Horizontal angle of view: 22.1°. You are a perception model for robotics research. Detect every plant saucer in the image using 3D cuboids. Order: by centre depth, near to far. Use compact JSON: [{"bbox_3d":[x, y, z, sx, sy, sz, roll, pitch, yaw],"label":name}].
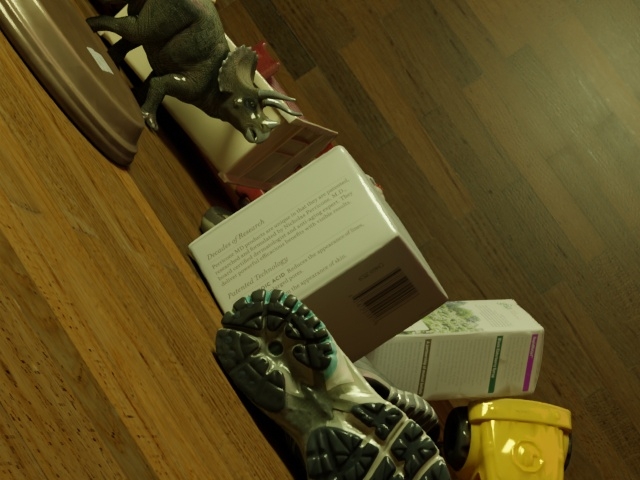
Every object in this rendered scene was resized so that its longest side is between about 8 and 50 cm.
[{"bbox_3d":[-0.246,-0.192,1.523,0.278,0.041,0.278,55,3,-4],"label":"plant saucer"}]

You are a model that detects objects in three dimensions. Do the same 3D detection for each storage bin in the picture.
[{"bbox_3d":[-0.125,-0.201,2.103,0.262,0.123,0.260,49,9,10],"label":"storage bin"}]

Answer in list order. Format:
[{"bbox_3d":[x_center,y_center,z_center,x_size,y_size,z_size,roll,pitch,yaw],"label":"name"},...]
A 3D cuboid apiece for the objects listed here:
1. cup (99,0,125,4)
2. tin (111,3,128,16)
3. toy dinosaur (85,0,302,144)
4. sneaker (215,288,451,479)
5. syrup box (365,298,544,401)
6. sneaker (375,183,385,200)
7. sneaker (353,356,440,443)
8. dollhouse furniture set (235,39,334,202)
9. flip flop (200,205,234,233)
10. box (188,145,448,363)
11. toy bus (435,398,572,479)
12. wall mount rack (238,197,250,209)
[{"bbox_3d":[-0.237,-0.448,2.202,0.331,0.331,0.237,-86,166,-84],"label":"cup"},{"bbox_3d":[-0.241,-0.278,2.390,0.190,0.040,0.106,53,8,-33],"label":"tin"},{"bbox_3d":[-0.173,-0.235,1.897,0.313,0.160,0.121,55,3,-13],"label":"toy dinosaur"},{"bbox_3d":[0.028,0.165,1.341,0.283,0.110,0.122,57,1,20],"label":"sneaker"},{"bbox_3d":[0.141,0.133,1.974,0.093,0.237,0.096,-131,-136,-60],"label":"syrup box"},{"bbox_3d":[0.000,0.000,1.982,0.088,0.225,0.093,-16,-75,51],"label":"sneaker"},{"bbox_3d":[0.052,0.162,1.852,0.132,0.086,0.229,55,4,37],"label":"sneaker"},{"bbox_3d":[-0.056,-0.125,2.471,0.201,0.152,0.374,53,4,-31],"label":"dollhouse furniture set"},{"bbox_3d":[-0.037,0.045,1.811,0.112,0.080,0.277,25,-3,43],"label":"flip flop"},{"bbox_3d":[0.001,0.032,1.586,0.119,0.182,0.181,59,6,30],"label":"box"},{"bbox_3d":[0.222,0.327,2.022,0.220,0.149,0.211,116,-25,-54],"label":"toy bus"},{"bbox_3d":[0.040,0.067,2.165,0.350,0.130,0.304,58,4,23],"label":"wall mount rack"}]
